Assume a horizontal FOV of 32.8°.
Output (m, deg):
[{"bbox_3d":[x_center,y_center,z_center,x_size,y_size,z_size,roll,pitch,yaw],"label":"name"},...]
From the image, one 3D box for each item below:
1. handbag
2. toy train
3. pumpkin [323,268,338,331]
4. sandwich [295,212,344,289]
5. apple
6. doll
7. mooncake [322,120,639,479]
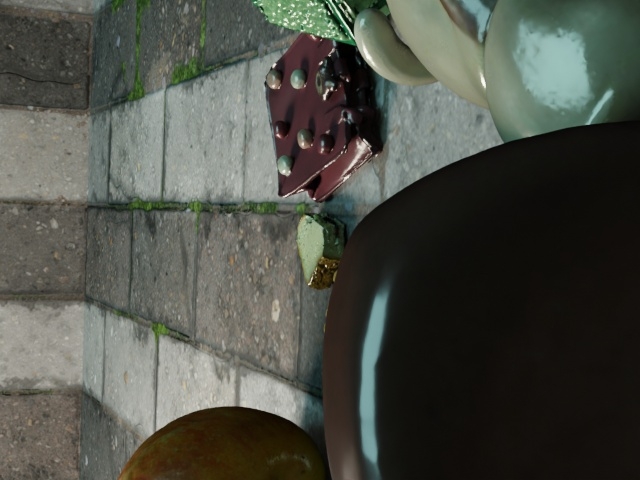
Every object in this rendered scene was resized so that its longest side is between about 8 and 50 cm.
[{"bbox_3d":[-0.002,-0.171,1.413,0.216,0.074,0.203,141,126,-60],"label":"handbag"},{"bbox_3d":[0.006,-0.329,1.290,0.115,0.154,0.269,53,168,-32],"label":"toy train"},{"bbox_3d":[0.132,0.114,0.823,0.327,0.257,0.291,69,-164,-1],"label":"pumpkin"},{"bbox_3d":[0.000,0.000,1.442,0.093,0.036,0.105,115,148,-44],"label":"sandwich"},{"bbox_3d":[-0.123,0.349,1.402,0.301,0.301,0.301,-179,90,-66],"label":"apple"},{"bbox_3d":[0.184,-0.170,0.819,0.370,0.215,0.226,48,132,54],"label":"doll"},{"bbox_3d":[0.151,0.090,0.596,0.334,0.326,0.174,-49,1,-7],"label":"mooncake"}]
